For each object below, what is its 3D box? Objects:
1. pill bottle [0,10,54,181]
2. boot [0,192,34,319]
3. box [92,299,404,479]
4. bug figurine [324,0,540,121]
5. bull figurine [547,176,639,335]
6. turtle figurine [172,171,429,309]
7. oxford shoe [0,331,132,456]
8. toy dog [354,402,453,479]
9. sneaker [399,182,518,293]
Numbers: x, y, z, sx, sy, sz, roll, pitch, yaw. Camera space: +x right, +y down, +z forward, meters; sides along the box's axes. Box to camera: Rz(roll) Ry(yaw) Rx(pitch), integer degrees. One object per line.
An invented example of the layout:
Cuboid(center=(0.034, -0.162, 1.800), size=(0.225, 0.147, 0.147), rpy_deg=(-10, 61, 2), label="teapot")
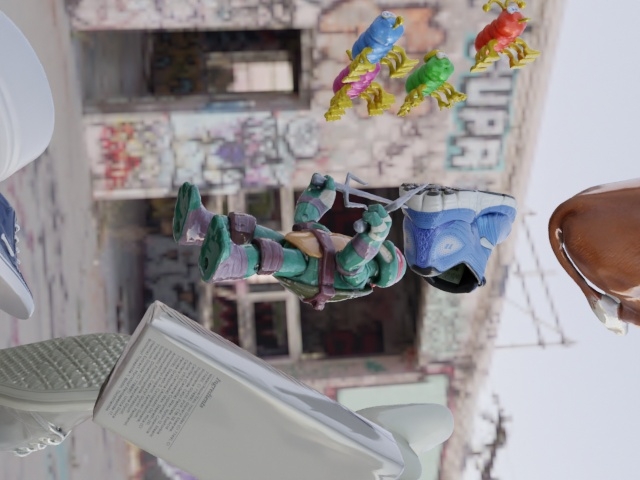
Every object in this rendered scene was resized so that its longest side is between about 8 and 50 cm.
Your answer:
Cuboid(center=(-0.447, -0.071, 1.110), size=(0.392, 0.224, 0.224), rpy_deg=(-40, 145, -42), label="pill bottle")
Cuboid(center=(-0.403, 0.012, 1.561), size=(0.086, 0.069, 0.190), rpy_deg=(-62, 144, -35), label="boot")
Cuboid(center=(-0.067, 0.175, 1.151), size=(0.113, 0.275, 0.094), rpy_deg=(-57, -170, 7), label="box")
Cuboid(center=(0.119, -0.222, 1.495), size=(0.216, 0.279, 0.072), rpy_deg=(-37, -113, 53), label="bug figurine")
Cuboid(center=(0.337, 0.004, 0.941), size=(0.101, 0.310, 0.188), rpy_deg=(-70, 147, -41), label="bull figurine")
Cuboid(center=(0.000, 0.000, 1.052), size=(0.175, 0.234, 0.118), rpy_deg=(15, -79, 61), label="turtle figurine")
Cuboid(center=(-0.378, 0.216, 1.617), size=(0.169, 0.449, 0.130), rpy_deg=(-47, 123, -61), label="oxford shoe")
Cuboid(center=(0.063, 0.437, 1.568), size=(0.284, 0.395, 0.408), rpy_deg=(-57, -144, 31), label="toy dog")
Cuboid(center=(0.186, -0.003, 1.725), size=(0.330, 0.129, 0.147), rpy_deg=(-2, 100, -64), label="sneaker")
